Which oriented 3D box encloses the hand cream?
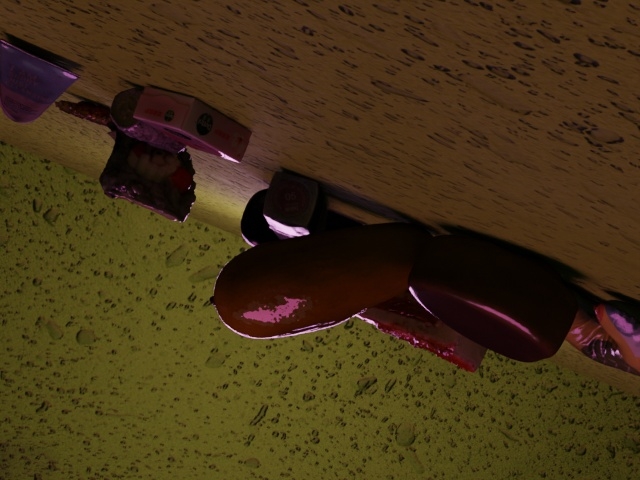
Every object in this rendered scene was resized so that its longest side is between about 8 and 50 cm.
[{"bbox_3d":[-0.390,-0.211,2.014,0.111,0.070,0.312,25,171,-10],"label":"hand cream"}]

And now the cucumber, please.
[{"bbox_3d":[-0.211,-0.150,1.889,0.064,0.064,0.112,18,175,39],"label":"cucumber"}]

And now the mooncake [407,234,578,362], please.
[{"bbox_3d":[0.235,0.071,2.035,0.235,0.117,0.235,30,170,6],"label":"mooncake"}]

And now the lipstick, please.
[{"bbox_3d":[-0.033,-0.040,2.234,0.076,0.077,0.289,15,174,6],"label":"lipstick"}]

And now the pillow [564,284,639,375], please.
[{"bbox_3d":[0.414,0.123,2.132,0.214,0.086,0.233,39,169,-37],"label":"pillow"}]

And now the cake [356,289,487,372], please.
[{"bbox_3d":[0.166,0.094,2.421,0.262,0.158,0.159,22,171,7],"label":"cake"}]

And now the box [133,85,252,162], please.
[{"bbox_3d":[-0.157,-0.143,1.834,0.089,0.043,0.125,18,174,39],"label":"box"}]

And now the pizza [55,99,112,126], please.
[{"bbox_3d":[-0.336,-0.191,2.252,0.100,0.029,0.099,22,-176,24],"label":"pizza"}]

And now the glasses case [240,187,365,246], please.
[{"bbox_3d":[0.000,0.000,2.417,0.267,0.103,0.067,23,174,-5],"label":"glasses case"}]

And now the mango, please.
[{"bbox_3d":[-0.001,0.052,2.142,0.332,0.142,0.195,-18,173,18],"label":"mango"}]

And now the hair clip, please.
[{"bbox_3d":[-0.225,-0.120,2.038,0.138,0.091,0.321,22,-165,-15],"label":"hair clip"}]
